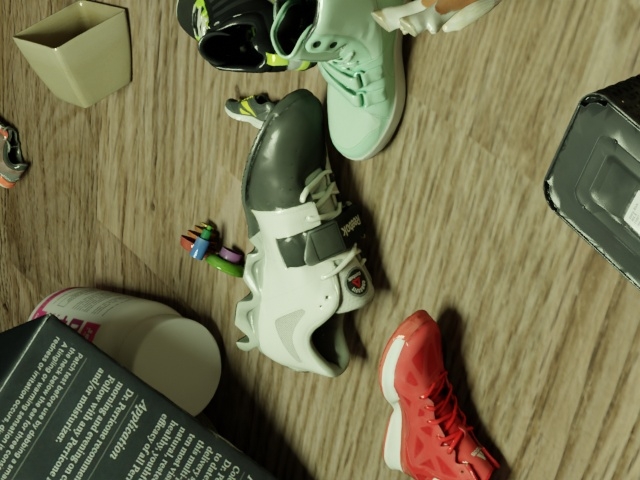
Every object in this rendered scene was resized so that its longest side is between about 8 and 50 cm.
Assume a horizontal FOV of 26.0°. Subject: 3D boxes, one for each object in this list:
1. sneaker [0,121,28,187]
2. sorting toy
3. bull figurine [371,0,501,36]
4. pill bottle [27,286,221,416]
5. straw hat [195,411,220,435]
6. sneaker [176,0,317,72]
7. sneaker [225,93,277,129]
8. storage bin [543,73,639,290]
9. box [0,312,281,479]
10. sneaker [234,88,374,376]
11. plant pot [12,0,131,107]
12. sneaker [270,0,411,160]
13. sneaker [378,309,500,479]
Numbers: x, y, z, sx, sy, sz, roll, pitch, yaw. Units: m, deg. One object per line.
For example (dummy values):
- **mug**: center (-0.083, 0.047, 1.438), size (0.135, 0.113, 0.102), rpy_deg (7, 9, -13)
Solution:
- **sneaker**: center (-0.476, -0.158, 2.053), size (0.065, 0.061, 0.158), rpy_deg (-33, 81, 28)
- **sorting toy**: center (-0.129, 0.006, 1.676), size (0.102, 0.061, 0.042), rpy_deg (29, 96, 33)
- **bull figurine**: center (0.057, -0.298, 1.151), size (0.310, 0.188, 0.101), rpy_deg (40, 179, 23)
- **pill bottle**: center (-0.264, 0.152, 1.836), size (0.283, 0.160, 0.160), rpy_deg (6, 113, 51)
- **straw hat**: center (-0.191, 0.291, 1.904), size (0.144, 0.061, 0.144), rpy_deg (29, 130, 42)
- **sneaker**: center (-0.098, -0.226, 1.452), size (0.235, 0.097, 0.084), rpy_deg (23, 126, 46)
- **sneaker**: center (-0.073, -0.147, 1.529), size (0.083, 0.031, 0.035), rpy_deg (25, 114, 39)
- **storage bin**: center (0.274, -0.033, 1.075), size (0.180, 0.084, 0.122), rpy_deg (47, 141, 28)
- **box**: center (-0.313, 0.368, 1.734), size (0.472, 0.297, 0.480), rpy_deg (41, 150, -19)
- **sneaker**: center (0.000, 0.000, 1.453), size (0.146, 0.122, 0.330), rpy_deg (24, 130, 27)
- **plant pot**: center (-0.297, -0.227, 1.722), size (0.109, 0.109, 0.096), rpy_deg (20, 136, 47)
- **sneaker**: center (0.005, -0.171, 1.300), size (0.094, 0.151, 0.256), rpy_deg (37, 137, 34)
- **sneaker**: center (0.132, 0.175, 1.404), size (0.128, 0.087, 0.221), rpy_deg (29, 143, 31)
